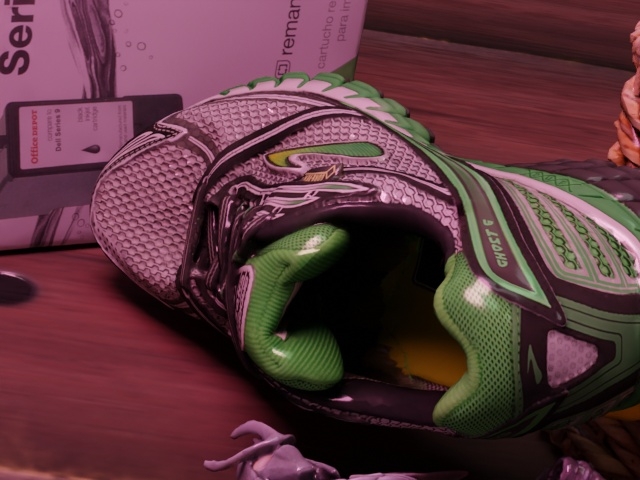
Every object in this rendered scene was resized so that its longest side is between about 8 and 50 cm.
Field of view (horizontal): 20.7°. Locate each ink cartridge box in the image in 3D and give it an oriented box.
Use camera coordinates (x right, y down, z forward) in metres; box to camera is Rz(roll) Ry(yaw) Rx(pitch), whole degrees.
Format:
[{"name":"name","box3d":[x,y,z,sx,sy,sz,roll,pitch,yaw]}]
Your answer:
[{"name":"ink cartridge box","box3d":[-0.130,-0.111,0.930,0.289,0.211,0.121,-6,31,-29]}]

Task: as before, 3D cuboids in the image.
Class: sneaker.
[{"name":"sneaker","box3d":[0.000,0.000,0.764,0.146,0.134,0.343,-8,13,-40]}]

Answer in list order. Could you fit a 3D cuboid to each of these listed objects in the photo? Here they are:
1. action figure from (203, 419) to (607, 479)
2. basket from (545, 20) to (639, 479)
[{"name":"action figure","box3d":[0.051,0.133,0.618,0.185,0.099,0.285,-15,32,-34]},{"name":"basket","box3d":[0.282,0.028,0.776,0.299,0.223,0.213,-2,27,-26]}]
